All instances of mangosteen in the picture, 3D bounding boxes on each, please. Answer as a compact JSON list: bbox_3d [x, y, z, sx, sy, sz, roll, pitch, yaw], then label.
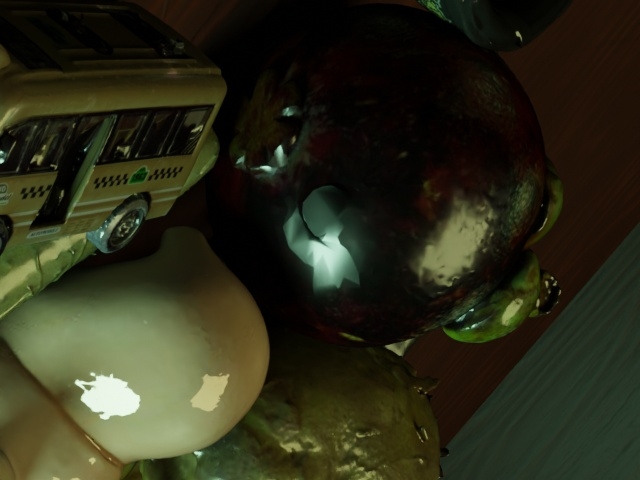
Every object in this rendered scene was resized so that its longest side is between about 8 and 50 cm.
[{"bbox_3d":[0.069,-0.044,1.373,0.359,0.306,0.306,27,107,-43],"label":"mangosteen"}]

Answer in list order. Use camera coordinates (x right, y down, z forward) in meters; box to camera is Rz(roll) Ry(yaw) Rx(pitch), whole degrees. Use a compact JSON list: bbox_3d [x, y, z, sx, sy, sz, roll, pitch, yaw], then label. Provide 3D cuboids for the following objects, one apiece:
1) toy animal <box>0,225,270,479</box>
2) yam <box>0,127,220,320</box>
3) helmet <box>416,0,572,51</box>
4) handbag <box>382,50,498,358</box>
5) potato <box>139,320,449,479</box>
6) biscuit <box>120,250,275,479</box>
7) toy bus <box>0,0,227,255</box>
[{"bbox_3d":[-0.200,0.132,1.273,0.326,0.269,0.237,-12,146,15],"label":"toy animal"},{"bbox_3d":[-0.237,0.012,1.210,0.371,0.083,0.083,-37,160,-23],"label":"yam"},{"bbox_3d":[0.128,-0.295,1.257,0.230,0.160,0.279,-51,144,-17],"label":"helmet"},{"bbox_3d":[0.114,-0.073,1.659,0.342,0.152,0.288,-56,159,-49],"label":"handbag"},{"bbox_3d":[-0.048,0.182,1.445,0.301,0.288,0.237,-17,142,14],"label":"potato"},{"bbox_3d":[-0.145,0.143,1.649,0.332,0.103,0.332,-41,160,-18],"label":"biscuit"},{"bbox_3d":[-0.192,-0.082,1.020,0.157,0.139,0.289,-58,160,20],"label":"toy bus"}]
